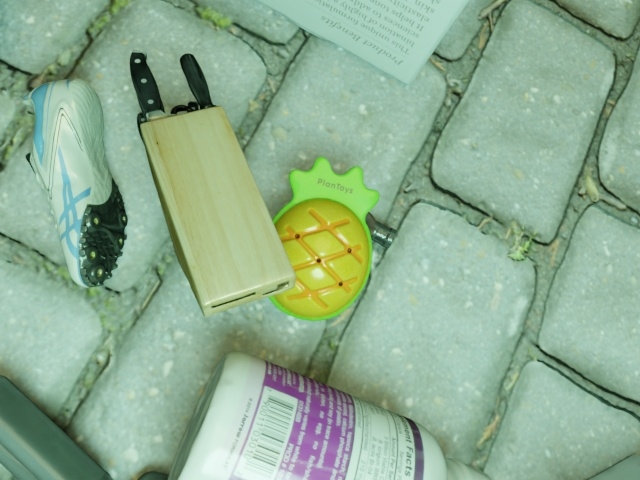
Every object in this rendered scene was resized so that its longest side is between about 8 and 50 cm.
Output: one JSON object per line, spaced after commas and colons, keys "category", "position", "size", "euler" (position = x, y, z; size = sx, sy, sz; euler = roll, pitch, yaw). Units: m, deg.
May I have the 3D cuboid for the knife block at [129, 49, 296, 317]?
{"category": "knife block", "position": [-0.128, -0.080, 0.578], "size": [0.088, 0.276, 0.242], "euler": [-18, 110, -16]}

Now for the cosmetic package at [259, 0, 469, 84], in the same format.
{"category": "cosmetic package", "position": [0.088, -0.466, 0.638], "size": [0.330, 0.393, 0.327], "euler": [28, 72, -4]}

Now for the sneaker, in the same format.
{"category": "sneaker", "position": [-0.275, -0.061, 0.626], "size": [0.086, 0.085, 0.237], "euler": [-13, 81, 11]}

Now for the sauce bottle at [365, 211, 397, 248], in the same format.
{"category": "sauce bottle", "position": [0.033, -0.030, 0.697], "size": [0.128, 0.042, 0.042], "euler": [25, 72, -3]}

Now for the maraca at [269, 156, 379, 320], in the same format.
{"category": "maraca", "position": [0.000, 0.000, 0.643], "size": [0.127, 0.099, 0.185], "euler": [14, 91, -8]}

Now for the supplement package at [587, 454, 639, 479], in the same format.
{"category": "supplement package", "position": [0.362, 0.374, 0.607], "size": [0.194, 0.149, 0.203], "euler": [-18, 80, -16]}

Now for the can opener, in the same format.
{"category": "can opener", "position": [-0.232, 0.238, 0.565], "size": [0.280, 0.074, 0.093], "euler": [39, 37, -2]}

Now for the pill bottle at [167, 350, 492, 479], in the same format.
{"category": "pill bottle", "position": [0.015, 0.238, 0.555], "size": [0.302, 0.169, 0.169], "euler": [25, 72, -9]}
